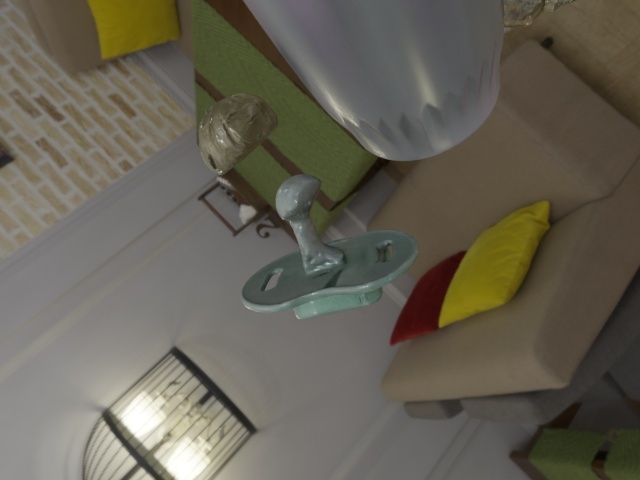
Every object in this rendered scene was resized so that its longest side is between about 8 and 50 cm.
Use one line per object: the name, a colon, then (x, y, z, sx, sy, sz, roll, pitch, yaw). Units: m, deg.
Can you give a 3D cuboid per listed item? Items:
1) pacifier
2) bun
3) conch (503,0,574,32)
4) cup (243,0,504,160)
pacifier: (0.000, 0.000, 0.385, 0.150, 0.127, 0.116, -14, 107, 19)
bun: (-0.170, -0.214, 0.904, 0.113, 0.167, 0.173, 49, -171, -12)
conch: (0.270, -0.440, 0.744, 0.291, 0.159, 0.210, 35, -168, 10)
cup: (0.055, -0.270, 0.495, 0.253, 0.253, 0.371, 28, 168, 37)
